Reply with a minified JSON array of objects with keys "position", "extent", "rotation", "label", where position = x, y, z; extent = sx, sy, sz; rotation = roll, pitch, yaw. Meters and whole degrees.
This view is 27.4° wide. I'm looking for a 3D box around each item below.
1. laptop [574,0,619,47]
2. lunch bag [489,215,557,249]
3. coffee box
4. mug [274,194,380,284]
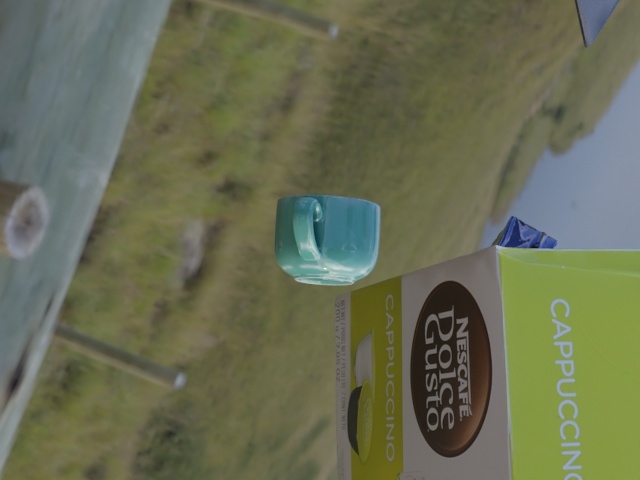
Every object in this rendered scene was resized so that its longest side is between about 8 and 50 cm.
[{"position":[0.310,-0.405,1.531],"extent":[0.234,0.136,0.264],"rotation":[47,21,-67],"label":"laptop"},{"position":[0.208,0.025,1.378],"extent":[0.067,0.065,0.098],"rotation":[-60,177,-28],"label":"lunch bag"},{"position":[0.227,0.192,1.119],"extent":[0.334,0.338,0.338],"rotation":[157,-67,-67],"label":"coffee box"},{"position":[-0.003,0.001,1.605],"extent":[0.157,0.129,0.097],"rotation":[9,80,-39],"label":"mug"}]
